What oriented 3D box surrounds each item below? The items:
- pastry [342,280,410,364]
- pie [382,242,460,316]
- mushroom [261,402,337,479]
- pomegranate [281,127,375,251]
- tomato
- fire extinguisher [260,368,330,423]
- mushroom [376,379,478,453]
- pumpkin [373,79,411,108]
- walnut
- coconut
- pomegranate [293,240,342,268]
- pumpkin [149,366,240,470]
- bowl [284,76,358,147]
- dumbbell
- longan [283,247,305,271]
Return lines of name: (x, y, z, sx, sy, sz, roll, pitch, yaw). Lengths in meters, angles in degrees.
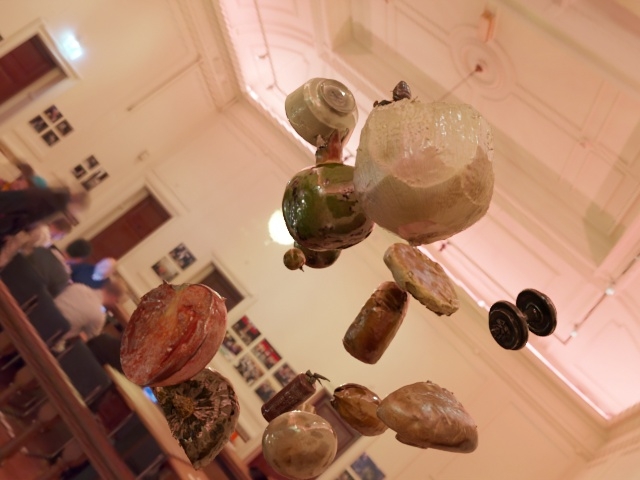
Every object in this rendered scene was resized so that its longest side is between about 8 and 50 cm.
pastry: (0.208, 0.304, 2.377, 0.163, 0.356, 0.356, 30, -16, 8)
pie: (0.354, 0.131, 2.232, 0.339, 0.083, 0.339, 35, 23, -18)
mushroom: (-0.054, 0.535, 1.760, 0.207, 0.207, 0.215, 55, 21, -23)
pomegranate: (0.014, -0.123, 1.723, 0.290, 0.290, 0.324, 26, -44, 63)
tomato: (-0.356, 0.257, 1.664, 0.309, 0.309, 0.170, 39, 0, 42)
fire extinguisher: (-0.091, 0.566, 2.342, 0.105, 0.269, 0.105, 43, 14, -14)
mushroom: (0.266, 0.420, 1.440, 0.285, 0.156, 0.151, 22, 6, -35)
pumpkin: (0.330, -0.605, 2.829, 0.119, 0.183, 0.108, 22, 35, -51)
walnut: (0.129, 0.525, 1.982, 0.245, 0.137, 0.137, 44, -8, -28)
coconut: (0.213, -0.128, 1.313, 0.297, 0.255, 0.297, 9, -28, 5)
pomegranate: (-0.014, 0.001, 2.350, 0.211, 0.179, 0.179, -104, 170, -45)
pumpkin: (-0.367, 0.495, 1.937, 0.325, 0.232, 0.242, 53, -17, 18)
bowl: (0.022, -0.398, 1.931, 0.238, 0.237, 0.126, 50, -44, 1)
dumbbell: (0.731, 0.284, 2.319, 0.192, 0.289, 0.192, 45, -35, 44)
longan: (-0.076, 0.064, 1.953, 0.083, 0.075, 0.075, 52, -12, 4)
